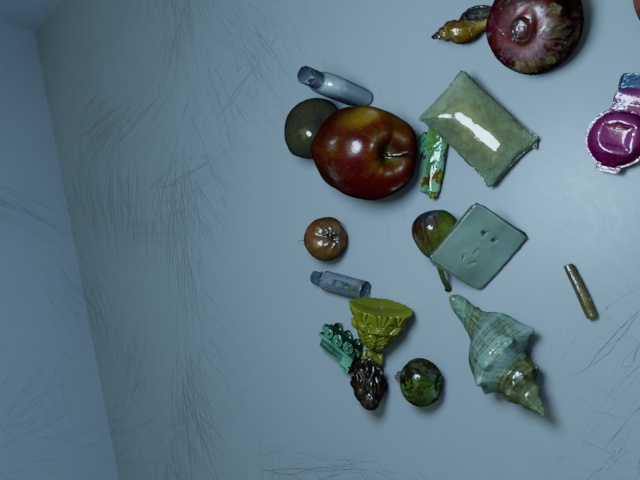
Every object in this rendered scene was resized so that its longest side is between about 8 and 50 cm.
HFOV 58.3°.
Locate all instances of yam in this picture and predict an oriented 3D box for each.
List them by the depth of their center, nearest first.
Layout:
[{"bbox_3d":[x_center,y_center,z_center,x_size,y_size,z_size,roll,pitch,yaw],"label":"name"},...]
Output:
[{"bbox_3d":[0.661,0.128,1.459,0.032,0.032,0.146,-30,70,32],"label":"yam"}]

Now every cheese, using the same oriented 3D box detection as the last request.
[{"bbox_3d":[0.739,-0.285,1.401,0.155,0.062,0.245,19,98,35],"label":"cheese"}]

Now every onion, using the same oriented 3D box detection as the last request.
[{"bbox_3d":[0.547,-0.552,1.477,0.246,0.190,0.247,13,113,32],"label":"onion"}]

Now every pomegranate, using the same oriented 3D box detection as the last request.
[{"bbox_3d":[0.290,0.410,1.684,0.125,0.163,0.138,-12,97,-3],"label":"pomegranate"}]

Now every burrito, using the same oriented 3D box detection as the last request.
[{"bbox_3d":[0.327,-0.270,1.714,0.104,0.054,0.288,12,96,38],"label":"burrito"}]

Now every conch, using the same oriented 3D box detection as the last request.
[{"bbox_3d":[0.470,0.284,1.517,0.203,0.169,0.386,-31,70,4],"label":"conch"},{"bbox_3d":[0.435,-0.616,1.638,0.232,0.080,0.086,-25,85,9],"label":"conch"}]

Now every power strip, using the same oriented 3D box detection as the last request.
[{"bbox_3d":[0.427,0.011,1.576,0.213,0.198,0.065,-52,21,21],"label":"power strip"}]

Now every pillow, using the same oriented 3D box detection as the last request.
[{"bbox_3d":[0.437,-0.308,1.596,0.302,0.075,0.185,48,110,15],"label":"pillow"}]

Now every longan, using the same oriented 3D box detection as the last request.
[{"bbox_3d":[-0.027,-0.367,1.897,0.197,0.198,0.213,1,71,36],"label":"longan"}]

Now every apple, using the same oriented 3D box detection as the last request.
[{"bbox_3d":[0.128,-0.263,1.718,0.316,0.288,0.288,24,103,51],"label":"apple"}]

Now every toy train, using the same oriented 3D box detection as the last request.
[{"bbox_3d":[0.064,0.345,1.871,0.170,0.071,0.111,34,115,33],"label":"toy train"}]

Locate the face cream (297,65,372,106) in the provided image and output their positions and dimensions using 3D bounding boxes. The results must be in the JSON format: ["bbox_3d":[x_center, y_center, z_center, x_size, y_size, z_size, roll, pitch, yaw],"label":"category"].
[{"bbox_3d":[0.036,-0.479,1.787,0.143,0.291,0.071,21,101,37],"label":"face cream"}]

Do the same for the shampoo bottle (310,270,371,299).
[{"bbox_3d":[0.061,0.142,1.881,0.214,0.072,0.072,13,96,36],"label":"shampoo bottle"}]

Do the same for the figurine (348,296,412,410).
[{"bbox_3d":[0.161,0.350,1.760,0.168,0.187,0.316,-147,62,-60],"label":"figurine"}]

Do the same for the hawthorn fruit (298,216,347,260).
[{"bbox_3d":[0.013,-0.010,1.899,0.189,0.149,0.149,-134,59,-73],"label":"hawthorn fruit"}]

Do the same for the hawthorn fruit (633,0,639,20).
[{"bbox_3d":[0.828,-0.578,1.240,0.284,0.284,0.285,-2,87,36],"label":"hawthorn fruit"}]

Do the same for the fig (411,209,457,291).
[{"bbox_3d":[0.337,0.034,1.650,0.149,0.149,0.246,-9,94,36],"label":"fig"}]
